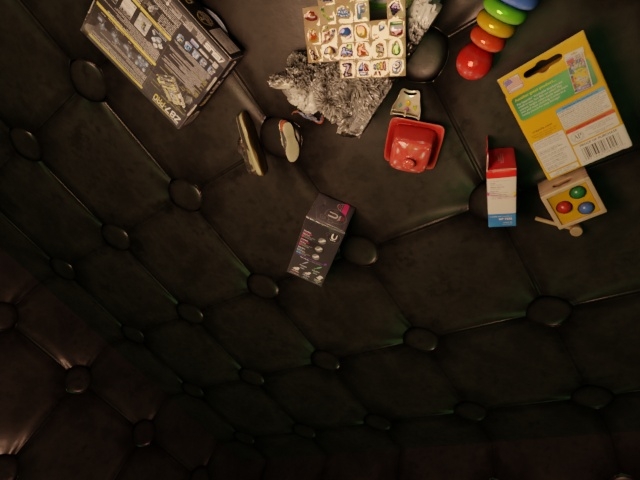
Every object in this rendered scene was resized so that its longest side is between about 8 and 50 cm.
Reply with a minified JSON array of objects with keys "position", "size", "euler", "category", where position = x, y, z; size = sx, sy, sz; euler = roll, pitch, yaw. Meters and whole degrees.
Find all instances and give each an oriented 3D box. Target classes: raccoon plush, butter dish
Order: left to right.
[{"position":[0.067,-0.483,1.094],"size":[0.299,0.216,0.447],"euler":[34,128,-2],"category":"raccoon plush"},{"position":[0.261,-0.253,1.237],"size":[0.159,0.118,0.160],"euler":[14,141,9],"category":"butter dish"}]

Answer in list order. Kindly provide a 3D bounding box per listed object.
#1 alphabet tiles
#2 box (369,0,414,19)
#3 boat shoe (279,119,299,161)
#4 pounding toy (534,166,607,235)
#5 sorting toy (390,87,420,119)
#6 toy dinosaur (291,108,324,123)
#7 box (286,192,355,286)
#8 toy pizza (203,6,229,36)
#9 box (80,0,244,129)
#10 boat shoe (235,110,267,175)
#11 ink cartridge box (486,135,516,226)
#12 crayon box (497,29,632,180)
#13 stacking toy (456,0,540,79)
[{"position":[0.074,-0.470,0.962],"size":[0.236,0.009,0.199],"euler":[6,122,22],"category":"alphabet tiles"},{"position":[0.129,-0.611,0.939],"size":[0.261,0.127,0.231],"euler":[3,171,18],"category":"box"},{"position":[-0.104,-0.320,1.374],"size":[0.043,0.049,0.137],"euler":[39,150,47],"category":"boat shoe"},{"position":[0.715,-0.081,1.237],"size":[0.181,0.094,0.206],"euler":[-28,113,33],"category":"pounding toy"},{"position":[0.247,-0.387,1.204],"size":[0.083,0.045,0.075],"euler":[14,121,10],"category":"sorting toy"},{"position":[-0.031,-0.387,1.314],"size":[0.082,0.047,0.090],"euler":[40,162,-24],"category":"toy dinosaur"},{"position":[0.000,0.000,1.500],"size":[0.143,0.165,0.271],"euler":[23,130,2],"category":"box"},{"position":[-0.350,-0.582,1.264],"size":[0.201,0.032,0.202],"euler":[11,126,15],"category":"toy pizza"},{"position":[-0.460,-0.574,1.234],"size":[0.395,0.097,0.318],"euler":[46,125,-12],"category":"box"},{"position":[-0.241,-0.310,1.405],"size":[0.073,0.080,0.224],"euler":[-5,128,16],"category":"boat shoe"},{"position":[0.512,-0.170,1.213],"size":[0.077,0.134,0.231],"euler":[-2,126,21],"category":"ink cartridge box"},{"position":[0.615,-0.338,1.085],"size":[0.203,0.083,0.323],"euler":[-25,115,33],"category":"crayon box"},{"position":[0.426,-0.530,0.989],"size":[0.141,0.141,0.331],"euler":[24,137,0],"category":"stacking toy"}]
